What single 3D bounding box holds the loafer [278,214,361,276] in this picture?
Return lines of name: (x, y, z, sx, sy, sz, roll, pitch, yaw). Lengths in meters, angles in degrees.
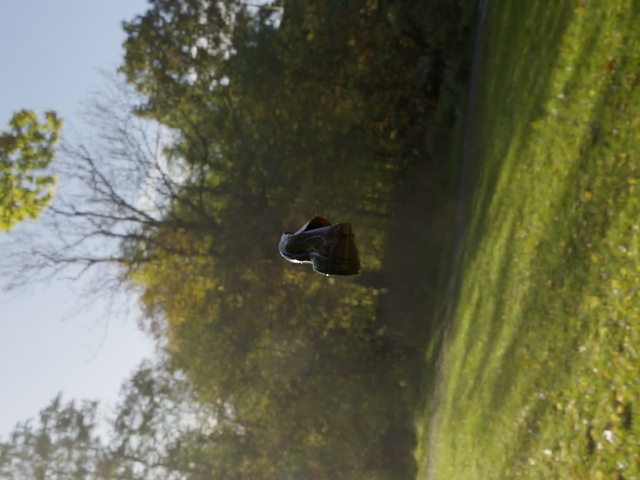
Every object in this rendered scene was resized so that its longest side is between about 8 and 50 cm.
loafer: (0.000, 0.000, 0.939, 0.170, 0.062, 0.061, 15, 102, 59)
